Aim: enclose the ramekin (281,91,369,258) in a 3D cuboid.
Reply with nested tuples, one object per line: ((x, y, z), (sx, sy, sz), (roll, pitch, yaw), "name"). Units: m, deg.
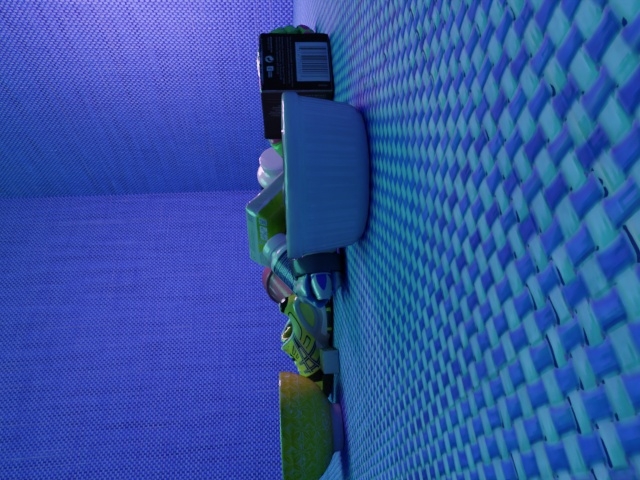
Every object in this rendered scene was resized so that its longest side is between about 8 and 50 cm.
((0.001, -0.107, 0.765), (0.273, 0.127, 0.273), (177, 90, -86), "ramekin")

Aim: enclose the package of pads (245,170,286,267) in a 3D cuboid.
((-0.109, -0.084, 1.411), (0.296, 0.101, 0.229), (-49, -25, -37), "package of pads")

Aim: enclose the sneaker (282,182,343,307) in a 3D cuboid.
((-0.001, 0.000, 0.968), (0.323, 0.130, 0.237), (101, 157, -50), "sneaker")

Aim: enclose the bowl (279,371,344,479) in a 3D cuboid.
((-0.024, 0.480, 1.170), (0.289, 0.155, 0.290), (177, 90, -85), "bowl")

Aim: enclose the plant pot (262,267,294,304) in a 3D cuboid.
((-0.079, 0.159, 1.552), (0.180, 0.201, 0.202), (-131, 36, -56), "plant pot")

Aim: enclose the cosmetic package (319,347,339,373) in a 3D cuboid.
((0.023, 0.315, 1.209), (0.115, 0.041, 0.061), (112, 156, -78), "cosmetic package")

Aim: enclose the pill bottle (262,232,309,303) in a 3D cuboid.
((-0.065, 0.068, 1.224), (0.186, 0.112, 0.112), (42, 151, 25), "pill bottle")

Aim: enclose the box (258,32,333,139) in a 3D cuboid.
((-0.063, -0.375, 1.135), (0.203, 0.166, 0.169), (101, 166, -70), "box")

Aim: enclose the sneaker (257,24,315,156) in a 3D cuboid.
((-0.092, -0.437, 1.375), (0.202, 0.185, 0.484), (85, -174, -71), "sneaker")

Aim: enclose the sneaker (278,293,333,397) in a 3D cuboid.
((-0.042, 0.311, 1.346), (0.145, 0.146, 0.386), (-112, 18, -70), "sneaker")

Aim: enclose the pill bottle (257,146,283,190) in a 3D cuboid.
((-0.149, -0.221, 1.860), (0.323, 0.181, 0.182), (77, -175, -55), "pill bottle")
